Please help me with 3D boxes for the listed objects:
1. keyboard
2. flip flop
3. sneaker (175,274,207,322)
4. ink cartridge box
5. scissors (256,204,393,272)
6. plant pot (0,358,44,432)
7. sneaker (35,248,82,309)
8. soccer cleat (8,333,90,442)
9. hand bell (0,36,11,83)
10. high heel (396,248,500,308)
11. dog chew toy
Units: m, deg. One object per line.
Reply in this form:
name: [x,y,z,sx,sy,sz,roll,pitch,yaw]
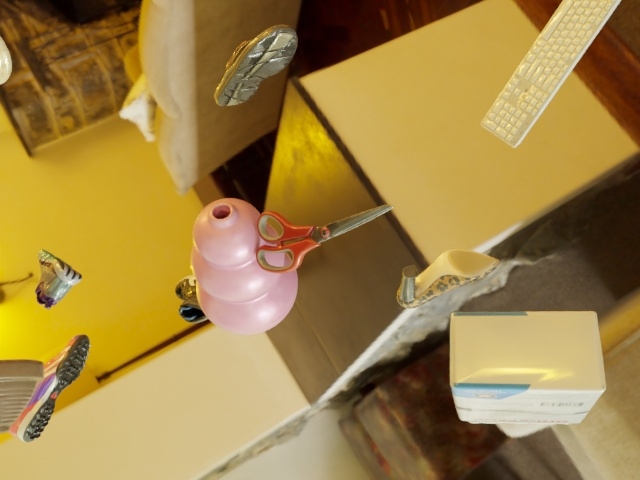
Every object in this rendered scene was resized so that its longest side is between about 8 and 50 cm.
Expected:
keyboard: [0.318,-0.252,0.896,0.072,0.014,0.256,45,112,33]
flip flop: [-0.154,-0.388,1.425,0.277,0.112,0.080,-33,67,51]
sneaker: [-0.330,0.150,1.655,0.217,0.121,0.079,3,116,42]
ink cartridge box: [0.438,0.291,1.434,0.395,0.286,0.166,62,-150,-62]
scissors: [0.000,0.000,1.051,0.297,0.021,0.108,-2,95,40]
plant pot: [-0.573,0.266,1.056,0.237,0.238,0.109,131,131,-70]
sneaker: [-0.581,0.082,1.387,0.083,0.098,0.224,40,166,-26]
soccer cleat: [-0.760,0.389,1.803,0.117,0.318,0.108,22,159,15]
hand bell: [-0.632,-0.262,1.050,0.126,0.242,0.126,11,129,14]
high heel: [0.330,0.109,1.712,0.186,0.262,0.093,88,172,-56]
dog chew toy: [-0.157,0.043,1.256,0.206,0.207,0.331,50,163,31]
